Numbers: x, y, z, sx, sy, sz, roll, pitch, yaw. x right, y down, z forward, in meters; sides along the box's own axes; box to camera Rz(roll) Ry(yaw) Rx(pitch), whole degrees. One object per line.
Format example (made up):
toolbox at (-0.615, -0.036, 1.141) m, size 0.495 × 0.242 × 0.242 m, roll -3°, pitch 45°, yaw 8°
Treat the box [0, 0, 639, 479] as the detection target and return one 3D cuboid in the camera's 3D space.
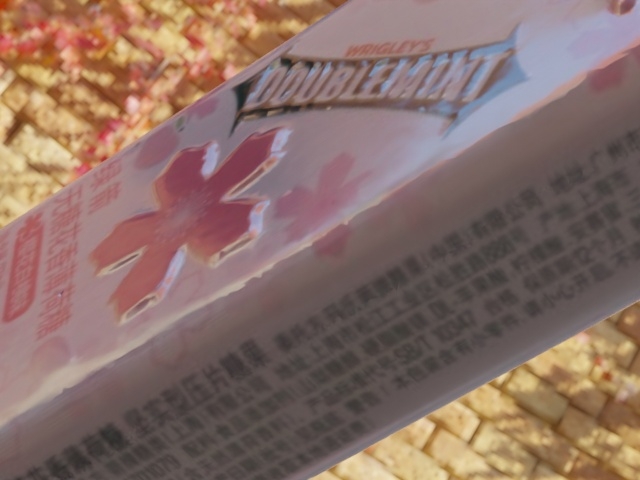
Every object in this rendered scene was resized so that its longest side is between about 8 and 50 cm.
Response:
box at (0.000, 0.000, 0.587) m, size 0.369 × 0.190 × 0.112 m, roll -31°, pitch -59°, yaw 18°
